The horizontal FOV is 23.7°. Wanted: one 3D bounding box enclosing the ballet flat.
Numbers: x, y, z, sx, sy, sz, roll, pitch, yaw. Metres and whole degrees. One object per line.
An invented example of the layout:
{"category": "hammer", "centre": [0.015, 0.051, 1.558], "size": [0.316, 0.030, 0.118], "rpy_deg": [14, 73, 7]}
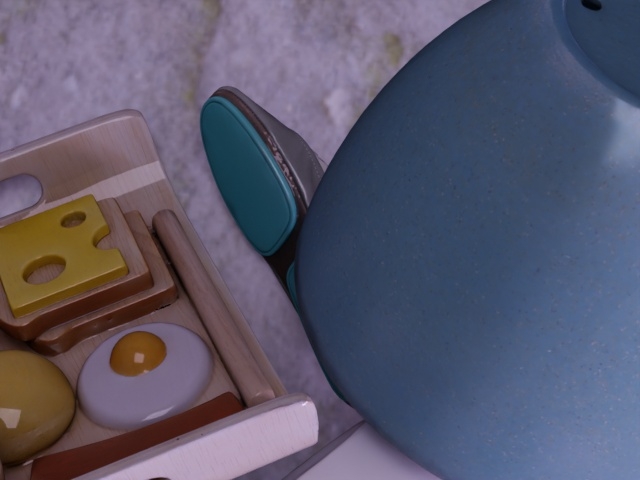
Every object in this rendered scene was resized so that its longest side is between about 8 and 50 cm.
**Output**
{"category": "ballet flat", "centre": [0.000, 0.000, 0.899], "size": [0.068, 0.072, 0.213], "rpy_deg": [-18, 73, -37]}

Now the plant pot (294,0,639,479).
{"category": "plant pot", "centre": [0.148, -0.029, 0.778], "size": [0.290, 0.195, 0.290], "rpy_deg": [9, 44, -9]}

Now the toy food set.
{"category": "toy food set", "centre": [-0.154, 0.042, 0.791], "size": [0.219, 0.092, 0.306], "rpy_deg": [-22, 38, -10]}

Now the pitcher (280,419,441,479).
{"category": "pitcher", "centre": [0.074, 0.187, 0.817], "size": [0.177, 0.125, 0.207], "rpy_deg": [-36, 87, -34]}
